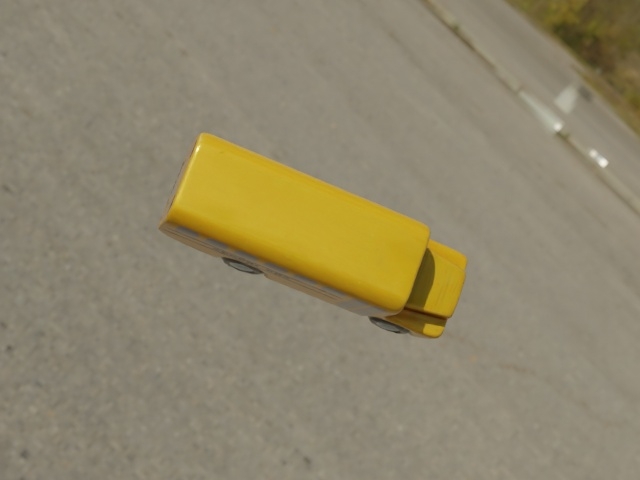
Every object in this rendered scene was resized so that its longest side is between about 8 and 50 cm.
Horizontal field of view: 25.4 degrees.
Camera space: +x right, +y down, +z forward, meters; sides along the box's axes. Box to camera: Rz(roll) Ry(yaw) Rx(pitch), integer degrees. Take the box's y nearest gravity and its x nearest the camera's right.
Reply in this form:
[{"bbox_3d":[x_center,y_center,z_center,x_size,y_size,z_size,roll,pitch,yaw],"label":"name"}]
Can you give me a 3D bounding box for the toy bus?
[{"bbox_3d":[0.000,0.000,1.524,0.333,0.108,0.130,22,-12,-10],"label":"toy bus"}]
